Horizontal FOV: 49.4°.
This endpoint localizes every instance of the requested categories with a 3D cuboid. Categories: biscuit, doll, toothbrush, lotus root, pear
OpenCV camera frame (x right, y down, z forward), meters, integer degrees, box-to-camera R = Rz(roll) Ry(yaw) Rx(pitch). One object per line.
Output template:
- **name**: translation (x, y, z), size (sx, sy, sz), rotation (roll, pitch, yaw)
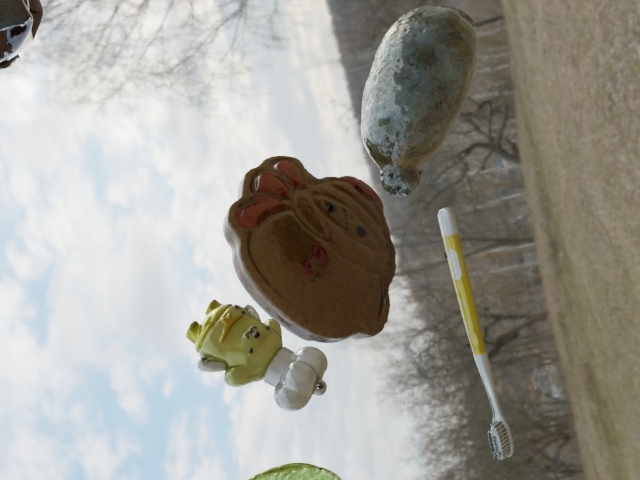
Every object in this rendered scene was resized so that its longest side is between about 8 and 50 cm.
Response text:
- **biscuit**: translation (0.000, 0.000, 1.254), size (0.359, 0.074, 0.381), rotation (41, -131, -6)
- **doll**: translation (-0.065, 0.125, 0.762), size (0.106, 0.162, 0.062), rotation (-53, -12, -45)
- **toothbrush**: translation (0.170, 0.104, 0.773), size (0.024, 0.021, 0.288), rotation (-15, -89, -50)
- **lotus root**: translation (0.158, -0.246, 1.160), size (0.175, 0.175, 0.350), rotation (51, -124, -65)
- **pear**: translation (-0.029, 0.630, 1.560), size (0.139, 0.288, 0.239), rotation (-45, -47, -60)

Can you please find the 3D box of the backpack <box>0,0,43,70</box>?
- **backpack**: translation (-0.511, -0.275, 0.841), size (0.283, 0.317, 0.197), rotation (-139, 35, -67)
